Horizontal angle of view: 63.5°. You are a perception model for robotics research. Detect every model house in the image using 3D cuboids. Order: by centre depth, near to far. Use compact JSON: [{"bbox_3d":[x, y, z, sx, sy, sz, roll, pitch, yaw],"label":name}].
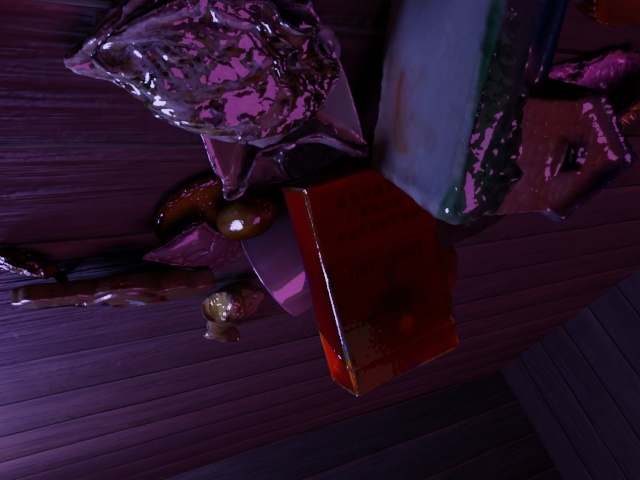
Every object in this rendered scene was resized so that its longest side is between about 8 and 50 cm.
[{"bbox_3d":[0.241,-0.197,0.619,0.279,0.245,0.313,-2,114,-20],"label":"model house"}]

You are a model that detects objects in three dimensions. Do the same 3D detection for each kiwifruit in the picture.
[{"bbox_3d":[-0.116,-0.037,0.800,0.075,0.075,0.124,3,172,-39],"label":"kiwifruit"}]

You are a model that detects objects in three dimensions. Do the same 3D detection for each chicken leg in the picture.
[{"bbox_3d":[-0.445,0.044,0.803,0.062,0.038,0.145,-13,157,26],"label":"chicken leg"}]

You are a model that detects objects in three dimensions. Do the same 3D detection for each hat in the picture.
[{"bbox_3d":[-0.056,-0.174,0.712,0.214,0.149,0.245,-16,114,-3],"label":"hat"}]

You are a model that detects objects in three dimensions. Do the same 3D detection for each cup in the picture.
[{"bbox_3d":[0.000,0.000,0.930,0.200,0.192,0.253,-32,172,7],"label":"cup"}]

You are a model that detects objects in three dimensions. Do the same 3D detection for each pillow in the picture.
[{"bbox_3d":[-0.197,0.014,0.875,0.118,0.043,0.185,-31,159,14],"label":"pillow"}]

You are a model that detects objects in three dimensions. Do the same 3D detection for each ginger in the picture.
[{"bbox_3d":[-0.199,0.169,1.153,0.131,0.086,0.295,-23,160,-21],"label":"ginger"}]

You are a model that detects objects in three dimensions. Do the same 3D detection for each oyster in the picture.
[{"bbox_3d":[-0.112,-0.203,0.554,0.267,0.112,0.198,18,127,-29],"label":"oyster"}]

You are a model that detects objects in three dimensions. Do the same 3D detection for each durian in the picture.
[{"bbox_3d":[0.476,-0.247,0.947,0.260,0.154,0.186,-17,176,2],"label":"durian"}]

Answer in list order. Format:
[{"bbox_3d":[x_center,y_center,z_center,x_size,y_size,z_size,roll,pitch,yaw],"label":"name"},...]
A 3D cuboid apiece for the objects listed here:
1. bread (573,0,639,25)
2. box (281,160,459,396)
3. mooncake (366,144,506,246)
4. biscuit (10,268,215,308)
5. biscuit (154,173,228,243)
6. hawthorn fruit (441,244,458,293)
[{"bbox_3d":[0.438,-0.381,0.696,0.199,0.104,0.199,-18,148,-12],"label":"bread"},{"bbox_3d":[0.082,0.044,0.773,0.197,0.314,0.089,-20,-167,-24],"label":"box"},{"bbox_3d":[0.227,-0.114,0.917,0.290,0.161,0.290,-17,149,-10],"label":"mooncake"},{"bbox_3d":[-0.342,0.088,0.883,0.319,0.047,0.183,1,163,-33],"label":"biscuit"},{"bbox_3d":[-0.207,-0.041,0.848,0.125,0.025,0.206,-2,143,-36],"label":"biscuit"},{"bbox_3d":[0.212,0.058,1.147,0.210,0.211,0.262,-36,155,20],"label":"hawthorn fruit"}]
